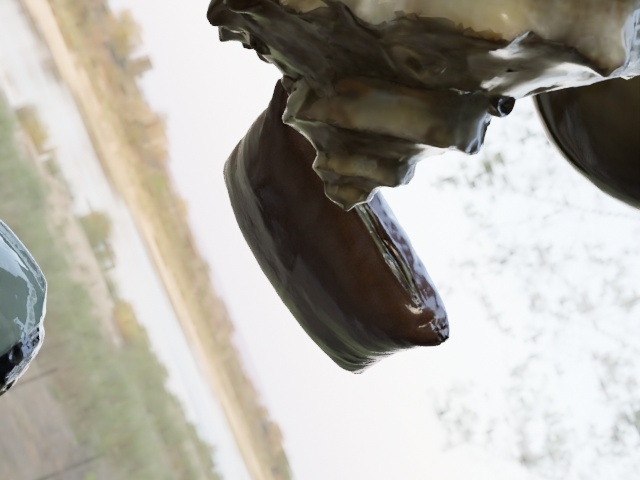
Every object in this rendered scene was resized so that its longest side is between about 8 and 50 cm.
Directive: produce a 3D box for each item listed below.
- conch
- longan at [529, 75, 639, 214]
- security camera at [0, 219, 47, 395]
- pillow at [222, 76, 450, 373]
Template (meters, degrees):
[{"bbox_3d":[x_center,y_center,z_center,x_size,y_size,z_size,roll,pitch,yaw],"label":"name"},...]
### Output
[{"bbox_3d":[0.000,-0.189,0.539,0.210,0.297,0.352,142,-46,-62],"label":"conch"},{"bbox_3d":[0.328,-0.176,1.074,0.361,0.361,0.361,158,-90,-85],"label":"longan"},{"bbox_3d":[-0.341,0.077,1.043,0.191,0.277,0.197,57,-14,-7],"label":"security camera"},{"bbox_3d":[0.000,0.000,1.511,0.308,0.108,0.305,59,-20,2],"label":"pillow"}]
